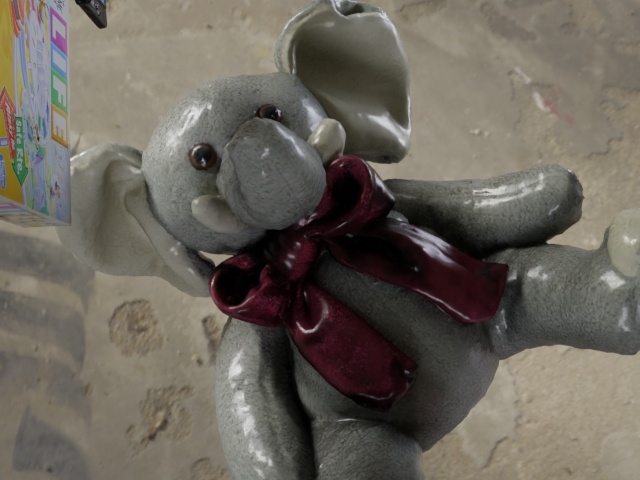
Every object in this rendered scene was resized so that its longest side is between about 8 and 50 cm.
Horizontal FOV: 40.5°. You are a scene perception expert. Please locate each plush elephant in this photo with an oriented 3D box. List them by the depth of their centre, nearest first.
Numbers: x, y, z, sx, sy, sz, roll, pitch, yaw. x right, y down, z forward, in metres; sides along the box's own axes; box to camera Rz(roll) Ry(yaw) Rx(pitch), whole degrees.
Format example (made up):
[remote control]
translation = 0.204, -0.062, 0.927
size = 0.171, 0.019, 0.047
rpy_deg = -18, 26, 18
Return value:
[plush elephant]
translation = 0.000, 0.000, 0.512
size = 0.272, 0.330, 0.255
rpy_deg = -44, 111, -6

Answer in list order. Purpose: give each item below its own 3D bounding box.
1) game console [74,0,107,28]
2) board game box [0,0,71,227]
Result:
[game console]
translation = -0.256, -0.350, 1.051
size = 0.085, 0.124, 0.144
rpy_deg = -9, 79, 5
[board game box]
translation = -0.142, -0.088, 0.396
size = 0.026, 0.103, 0.154
rpy_deg = -3, 84, 0
